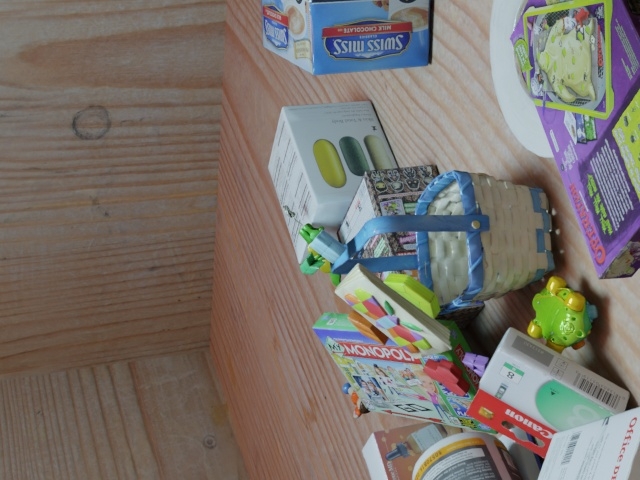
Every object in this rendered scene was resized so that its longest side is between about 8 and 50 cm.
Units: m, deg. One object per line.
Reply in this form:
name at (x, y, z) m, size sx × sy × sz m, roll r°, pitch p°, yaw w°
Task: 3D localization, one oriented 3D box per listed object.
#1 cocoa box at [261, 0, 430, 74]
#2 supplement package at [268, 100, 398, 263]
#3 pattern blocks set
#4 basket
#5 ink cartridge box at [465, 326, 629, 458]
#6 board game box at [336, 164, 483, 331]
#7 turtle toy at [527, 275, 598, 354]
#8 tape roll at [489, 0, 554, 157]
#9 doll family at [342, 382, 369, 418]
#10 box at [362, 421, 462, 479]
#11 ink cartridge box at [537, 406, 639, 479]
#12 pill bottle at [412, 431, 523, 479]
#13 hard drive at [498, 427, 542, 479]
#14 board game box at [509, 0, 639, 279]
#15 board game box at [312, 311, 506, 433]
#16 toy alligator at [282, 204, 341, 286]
cocoa box at (0.036, -0.452, 1.827) m, size 0.347 × 0.231 × 0.228 m, roll -134°, pitch 40°, yaw -63°
supplement package at (0.031, -0.122, 2.017) m, size 0.198 × 0.199 × 0.263 m, roll 108°, pitch 150°, yaw -51°
pattern blocks set at (0.107, 0.112, 1.458) m, size 0.324 × 0.026 × 0.285 m, roll 34°, pitch 159°, yaw 8°
basket at (0.176, 0.006, 1.454) m, size 0.255 × 0.288 × 0.201 m, roll 140°, pitch 123°, yaw -69°
ink cartridge box at (0.301, 0.242, 1.365) m, size 0.181 × 0.056 × 0.225 m, roll 29°, pitch 138°, yaw 13°
board game box at (0.153, 0.047, 1.788) m, size 0.232 × 0.141 × 0.291 m, roll 114°, pitch 145°, yaw -59°
turtle toy at (0.335, 0.101, 1.355) m, size 0.130 × 0.066 × 0.095 m, roll -124°, pitch 49°, yaw -60°
tape roll at (0.320, -0.248, 1.223) m, size 0.286 × 0.100 × 0.286 m, roll 174°, pitch 90°, yaw -73°
doll family at (0.143, 0.248, 1.991) m, size 0.163 × 0.118 × 0.263 m, roll -138°, pitch 63°, yaw -74°
box at (0.180, 0.410, 1.786) m, size 0.091 × 0.170 × 0.130 m, roll 109°, pitch 148°, yaw -54°
ink cartridge box at (0.352, 0.305, 1.195) m, size 0.160 × 0.092 × 0.219 m, roll -62°, pitch 7°, yaw -26°
pill bottle at (0.246, 0.430, 1.431) m, size 0.278 × 0.162 × 0.162 m, roll -110°, pitch 21°, yaw -50°
hard drive at (0.330, 0.482, 1.552) m, size 0.210 × 0.040 × 0.319 m, roll 112°, pitch 147°, yaw -56°
board game box at (0.299, -0.159, 1.036) m, size 0.208 × 0.056 × 0.347 m, roll 115°, pitch 149°, yaw -54°
board game box at (0.148, 0.221, 1.681) m, size 0.317 × 0.046 × 0.213 m, roll -1°, pitch 129°, yaw 51°
toy alligator at (0.000, 0.000, 1.869) m, size 0.190 × 0.051 × 0.056 m, roll 56°, pitch -165°, yaw 0°
